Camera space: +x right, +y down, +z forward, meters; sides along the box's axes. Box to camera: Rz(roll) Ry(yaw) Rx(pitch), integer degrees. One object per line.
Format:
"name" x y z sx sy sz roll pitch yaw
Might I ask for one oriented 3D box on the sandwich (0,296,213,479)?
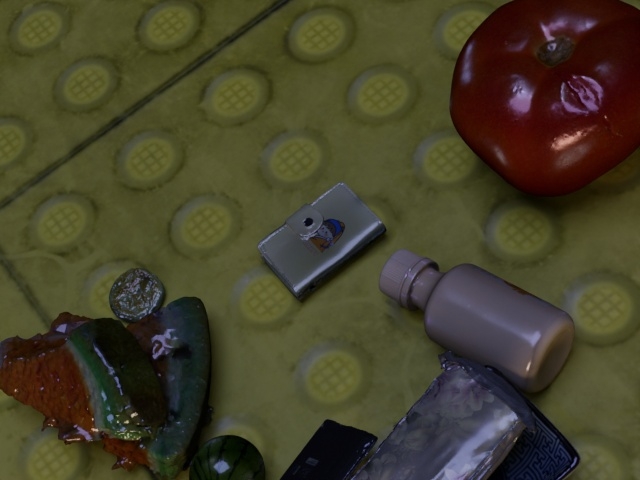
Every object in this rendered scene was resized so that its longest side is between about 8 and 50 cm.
"sandwich" -0.290 0.165 1.952 0.301 0.162 0.250 3 56 15

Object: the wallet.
"wallet" 0.000 0.000 2.042 0.155 0.039 0.110 -38 60 -8

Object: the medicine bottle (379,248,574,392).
"medicine bottle" 0.190 0.091 1.884 0.252 0.114 0.114 28 70 29

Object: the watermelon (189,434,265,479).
"watermelon" -0.114 0.290 1.863 0.109 0.109 0.109 -7 57 12

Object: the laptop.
"laptop" -0.014 0.300 1.835 0.180 0.016 0.129 -52 23 -16

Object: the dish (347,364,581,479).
"dish" 0.174 0.292 1.783 0.243 0.080 0.182 -39 54 -6

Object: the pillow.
"pillow" 0.130 0.257 1.738 0.255 0.059 0.169 -47 53 -8

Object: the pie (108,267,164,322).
"pie" -0.258 0.077 2.081 0.084 0.021 0.084 -6 62 11

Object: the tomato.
"tomato" 0.320 -0.191 1.954 0.298 0.226 0.299 -12 52 17
